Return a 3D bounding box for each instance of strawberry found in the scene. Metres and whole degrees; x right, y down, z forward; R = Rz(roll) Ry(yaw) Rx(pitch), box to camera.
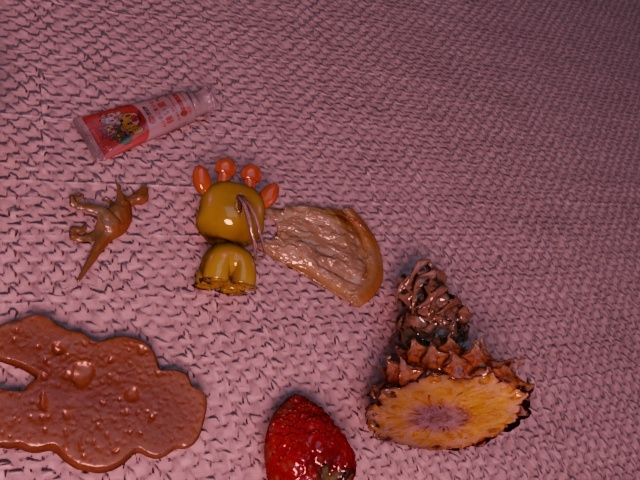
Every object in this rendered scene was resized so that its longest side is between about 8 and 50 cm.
[{"bbox_3d":[-0.024,0.295,0.838,0.131,0.131,0.148,-17,41,-33],"label":"strawberry"}]

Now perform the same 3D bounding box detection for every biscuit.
[{"bbox_3d":[-0.297,0.207,0.790,0.295,0.044,0.186,21,58,-13],"label":"biscuit"}]

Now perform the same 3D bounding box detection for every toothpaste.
[{"bbox_3d":[-0.293,-0.206,1.033,0.234,0.057,0.089,-28,78,-28],"label":"toothpaste"}]

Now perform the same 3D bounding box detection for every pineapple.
[{"bbox_3d":[0.186,0.160,0.973,0.262,0.263,0.272,16,44,-18],"label":"pineapple"}]

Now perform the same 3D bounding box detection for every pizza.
[{"bbox_3d":[0.000,0.000,1.067,0.262,0.034,0.181,25,55,-11],"label":"pizza"}]

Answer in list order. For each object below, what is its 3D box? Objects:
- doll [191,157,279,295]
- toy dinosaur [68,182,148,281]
[{"bbox_3d":[-0.142,-0.026,0.946,0.142,0.135,0.221,13,69,-17],"label":"doll"},{"bbox_3d":[-0.313,-0.016,0.915,0.126,0.039,0.162,-4,66,-30],"label":"toy dinosaur"}]
